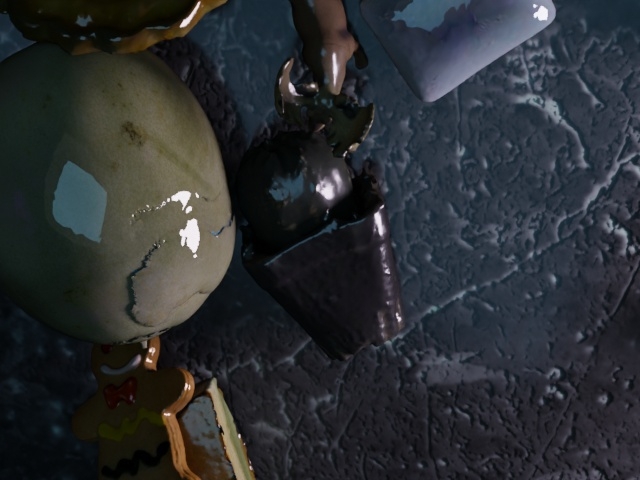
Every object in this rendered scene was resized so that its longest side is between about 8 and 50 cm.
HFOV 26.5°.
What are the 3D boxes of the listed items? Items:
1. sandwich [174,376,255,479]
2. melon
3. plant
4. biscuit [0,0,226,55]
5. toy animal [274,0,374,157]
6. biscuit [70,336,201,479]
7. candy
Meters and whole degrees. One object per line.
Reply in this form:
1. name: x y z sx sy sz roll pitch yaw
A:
1. sandwich: -0.172 0.278 1.531 0.186 0.108 0.220 -15 102 4
2. melon: -0.228 -0.045 1.381 0.269 0.268 0.330 -21 99 6
3. plant: 0.000 0.000 1.451 0.164 0.142 0.256 -21 113 6
4. biscuit: -0.209 -0.328 1.357 0.335 0.078 0.329 38 67 19
5. toy animal: -0.002 -0.188 1.375 0.094 0.186 0.214 -14 93 8
6. biscuit: -0.208 0.193 1.477 0.165 0.036 0.250 -22 63 26
7. candy: 0.144 -0.242 1.422 0.174 0.071 0.138 -34 112 8
